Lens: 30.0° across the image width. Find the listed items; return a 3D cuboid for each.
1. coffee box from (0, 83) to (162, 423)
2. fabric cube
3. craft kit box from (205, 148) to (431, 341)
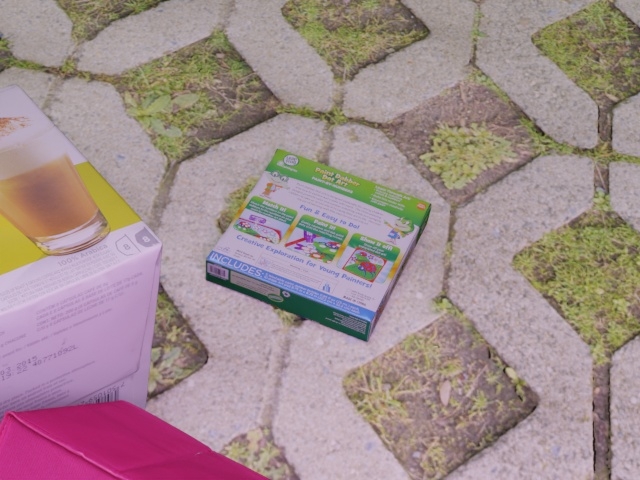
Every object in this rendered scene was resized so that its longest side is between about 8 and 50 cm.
[{"bbox_3d":[-0.419,0.080,1.368,0.338,0.338,0.334,-24,54,-33],"label":"coffee box"},{"bbox_3d":[-0.203,0.327,1.188,0.259,0.258,0.254,25,92,15],"label":"fabric cube"},{"bbox_3d":[0.000,0.000,1.699,0.250,0.061,0.246,21,53,12],"label":"craft kit box"}]
